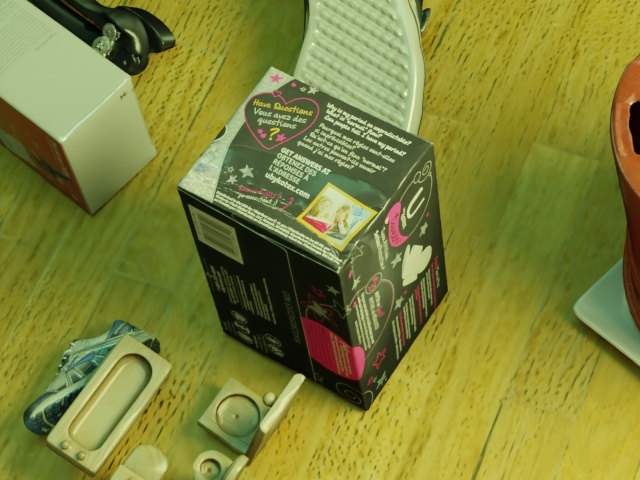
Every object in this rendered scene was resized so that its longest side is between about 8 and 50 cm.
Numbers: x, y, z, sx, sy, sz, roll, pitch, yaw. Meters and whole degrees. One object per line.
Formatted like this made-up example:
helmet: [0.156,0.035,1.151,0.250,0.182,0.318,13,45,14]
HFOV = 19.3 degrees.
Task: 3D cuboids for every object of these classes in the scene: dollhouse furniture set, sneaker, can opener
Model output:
dollhouse furniture set: [-0.121,0.141,1.535,0.151,0.123,0.144,35,70,4]
sneaker: [-0.206,0.118,1.634,0.135,0.052,0.058,-36,52,-21]
sneaker: [0.041,-0.190,1.740,0.126,0.127,0.321,-2,84,13]
can opener: [-0.229,-0.217,1.830,0.186,0.073,0.059,31,107,26]

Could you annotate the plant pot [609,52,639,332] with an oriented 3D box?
plant pot: [0.345,-0.041,1.453,0.272,0.265,0.272,-8,63,17]

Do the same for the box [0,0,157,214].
box: [-0.250,-0.128,1.730,0.170,0.130,0.091,37,70,25]

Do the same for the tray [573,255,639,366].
tray: [0.358,0.020,1.617,0.270,0.030,0.145,-42,64,-16]

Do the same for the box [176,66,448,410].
box: [0.000,0.000,1.552,0.163,0.247,0.142,28,66,21]
